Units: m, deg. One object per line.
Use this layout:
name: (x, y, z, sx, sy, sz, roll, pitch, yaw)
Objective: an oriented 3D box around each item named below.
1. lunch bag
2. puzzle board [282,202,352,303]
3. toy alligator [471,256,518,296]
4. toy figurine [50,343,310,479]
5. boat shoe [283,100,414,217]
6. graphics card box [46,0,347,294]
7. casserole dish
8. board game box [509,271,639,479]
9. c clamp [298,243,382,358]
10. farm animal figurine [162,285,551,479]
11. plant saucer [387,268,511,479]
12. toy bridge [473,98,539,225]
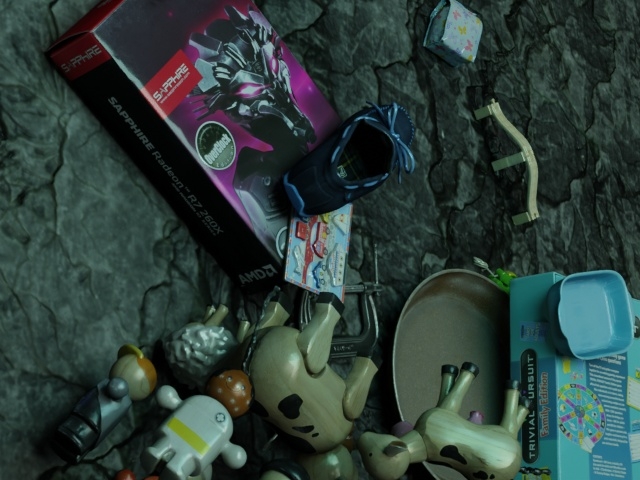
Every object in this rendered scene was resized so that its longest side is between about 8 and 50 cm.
lunch bag: (0.195, -0.305, 1.856, 0.071, 0.053, 0.083, 28, 68, -32)
puzzle board: (0.000, 0.000, 1.475, 0.096, 0.011, 0.128, 24, 63, -39)
toy alligator: (0.267, 0.075, 1.804, 0.189, 0.056, 0.051, 24, 103, -37)
toy figurine: (-0.134, 0.215, 1.252, 0.148, 0.213, 0.210, -46, 125, -39)
boat shoe: (0.059, -0.095, 1.499, 0.109, 0.089, 0.258, 56, 39, -12)
graphics card box: (-0.114, -0.147, 1.482, 0.371, 0.094, 0.233, 53, 47, -19)
casserole dish: (0.356, 0.100, 1.692, 0.188, 0.037, 0.114, -3, 83, -46)
board game box: (0.365, 0.234, 1.755, 0.253, 0.079, 0.336, 17, 68, -44)
c clamp: (0.025, 0.080, 1.595, 0.160, 0.022, 0.137, -8, 87, -46)
farm animal figurine: (0.023, 0.192, 1.337, 0.327, 0.330, 0.172, 42, 55, -27)
plant saucer: (0.191, 0.193, 1.692, 0.310, 0.050, 0.311, 15, 67, -40)
toy bridge: (0.283, -0.119, 1.870, 0.026, 0.063, 0.188, -21, 92, -45)
